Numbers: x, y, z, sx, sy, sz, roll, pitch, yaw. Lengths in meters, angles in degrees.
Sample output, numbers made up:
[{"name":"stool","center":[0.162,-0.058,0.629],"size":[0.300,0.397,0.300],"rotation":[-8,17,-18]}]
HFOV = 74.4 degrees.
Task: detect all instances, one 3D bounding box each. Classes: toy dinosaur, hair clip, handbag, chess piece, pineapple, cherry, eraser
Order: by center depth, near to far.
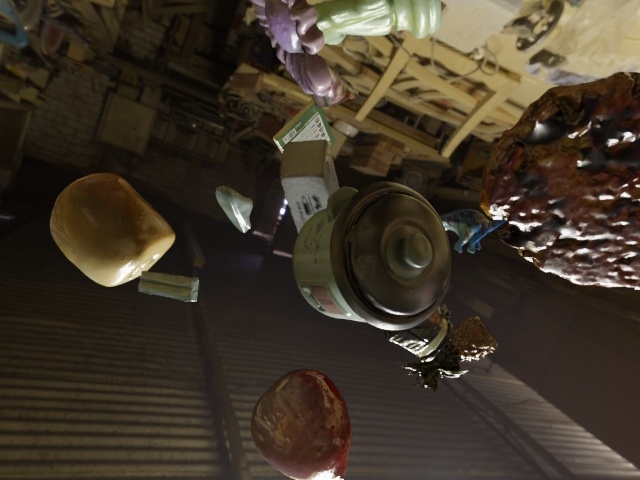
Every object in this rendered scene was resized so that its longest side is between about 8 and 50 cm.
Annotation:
[{"name":"hair clip","center":[-0.017,-0.248,0.557],"size":[0.173,0.069,0.300],"rotation":[55,-169,17]},{"name":"chess piece","center":[0.089,-0.479,0.885],"size":[0.298,0.175,0.176],"rotation":[-15,-179,8]},{"name":"cherry","center":[-0.041,0.433,0.980],"size":[0.239,0.239,0.206],"rotation":[27,155,48]},{"name":"eraser","center":[-0.004,-0.066,1.022],"size":[0.111,0.352,0.077],"rotation":[1,-141,24]},{"name":"toy dinosaur","center":[0.392,-0.029,1.134],"size":[0.329,0.144,0.076],"rotation":[1,-154,-5]},{"name":"handbag","center":[0.289,0.228,1.288],"size":[0.181,0.181,0.254],"rotation":[32,-165,-16]},{"name":"pineapple","center":[0.489,0.444,1.597],"size":[0.165,0.364,0.165],"rotation":[47,-170,-11]}]

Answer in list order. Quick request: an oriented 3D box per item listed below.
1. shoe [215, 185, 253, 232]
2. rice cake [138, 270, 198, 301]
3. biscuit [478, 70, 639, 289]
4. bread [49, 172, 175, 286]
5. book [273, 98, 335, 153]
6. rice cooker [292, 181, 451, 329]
[{"name":"shoe","center":[-0.239,-0.102,1.228],"size":[0.079,0.078,0.195],"rotation":[33,155,28]},{"name":"rice cake","center":[-0.528,0.155,1.462],"size":[0.226,0.084,0.040],"rotation":[7,-174,16]},{"name":"biscuit","center":[0.374,-0.063,0.526],"size":[0.334,0.289,0.081],"rotation":[20,-135,4]},{"name":"bread","center":[-0.768,-0.050,1.542],"size":[0.376,0.348,0.253],"rotation":[47,151,3]},{"name":"book","center":[-0.049,-0.357,1.499],"size":[0.027,0.202,0.264],"rotation":[42,176,24]},{"name":"rice cooker","center":[0.099,0.036,0.821],"size":[0.317,0.264,0.316],"rotation":[37,150,26]}]
